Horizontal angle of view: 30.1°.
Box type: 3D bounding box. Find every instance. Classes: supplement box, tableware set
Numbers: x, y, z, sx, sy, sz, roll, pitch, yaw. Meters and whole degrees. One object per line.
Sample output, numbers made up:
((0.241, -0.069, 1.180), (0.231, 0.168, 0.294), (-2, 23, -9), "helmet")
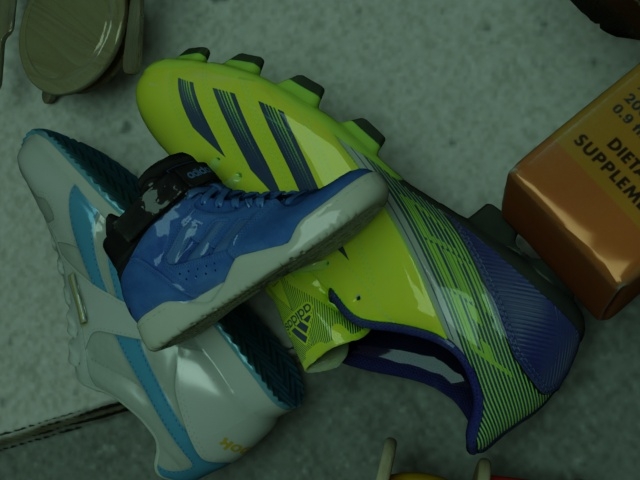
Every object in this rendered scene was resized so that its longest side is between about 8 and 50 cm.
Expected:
((0.196, -0.068, 0.555), (0.233, 0.080, 0.078), (-39, 74, -7), "supplement box")
((-0.138, -0.179, 0.729), (0.128, 0.039, 0.194), (-1, 79, 33), "tableware set")

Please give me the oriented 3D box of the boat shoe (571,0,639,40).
((0.192, -0.249, 0.529), (0.120, 0.122, 0.324), (7, 75, 49), "boat shoe")

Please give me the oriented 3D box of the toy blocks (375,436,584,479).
((0.093, 0.175, 0.609), (0.148, 0.054, 0.123), (12, 97, 6), "toy blocks")

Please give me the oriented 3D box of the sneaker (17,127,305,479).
((-0.112, 0.030, 0.677), (0.092, 0.087, 0.229), (-43, 72, 12), "sneaker")

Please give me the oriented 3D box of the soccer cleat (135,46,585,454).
((0.000, 0.000, 0.630), (0.289, 0.093, 0.121), (34, 80, 16), "soccer cleat")

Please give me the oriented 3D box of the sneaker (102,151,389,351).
((-0.045, -0.015, 0.584), (0.152, 0.058, 0.085), (-32, 81, 26), "sneaker")
